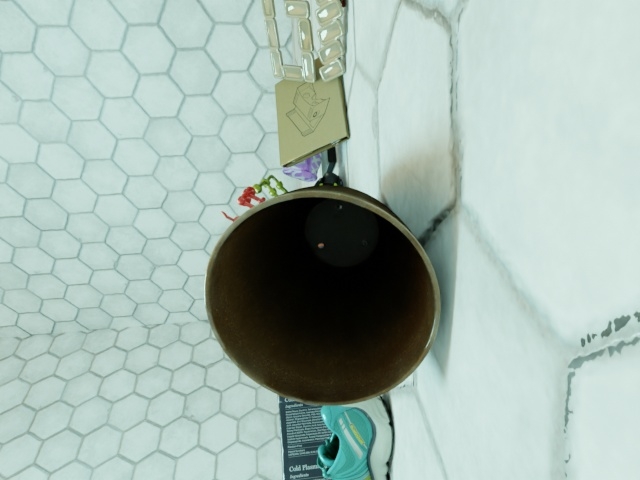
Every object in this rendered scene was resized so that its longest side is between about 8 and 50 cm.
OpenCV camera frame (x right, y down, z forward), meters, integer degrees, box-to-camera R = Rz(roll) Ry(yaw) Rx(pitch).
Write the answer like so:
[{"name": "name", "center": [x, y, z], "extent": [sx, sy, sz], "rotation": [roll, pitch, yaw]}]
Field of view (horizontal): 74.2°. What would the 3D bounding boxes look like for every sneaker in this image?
[{"name": "sneaker", "center": [0.002, -0.093, 0.870], "extent": [0.235, 0.084, 0.097], "rotation": [-73, -7, -72]}, {"name": "sneaker", "center": [0.049, 0.352, 0.683], "extent": [0.107, 0.109, 0.276], "rotation": [-107, 13, -65]}]

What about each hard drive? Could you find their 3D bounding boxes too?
[{"name": "hard drive", "center": [0.017, -0.216, 1.048], "extent": [0.135, 0.022, 0.094], "rotation": [119, 146, -80]}]

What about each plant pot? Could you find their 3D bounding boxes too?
[{"name": "plant pot", "center": [0.014, 0.023, 0.487], "extent": [0.230, 0.215, 0.216], "rotation": [-66, -24, -68]}]

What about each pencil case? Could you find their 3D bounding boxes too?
[{"name": "pencil case", "center": [-0.022, -0.231, 0.920], "extent": [0.088, 0.086, 0.206], "rotation": [7, 84, 58]}]

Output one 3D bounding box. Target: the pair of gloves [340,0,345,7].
[{"name": "pair of gloves", "center": [0.037, -0.462, 0.739], "extent": [0.083, 0.010, 0.074], "rotation": [89, 173, -51]}]

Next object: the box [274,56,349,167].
[{"name": "box", "center": [-0.022, -0.266, 0.860], "extent": [0.021, 0.164, 0.201], "rotation": [17, -119, -51]}]

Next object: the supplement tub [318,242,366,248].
[{"name": "supplement tub", "center": [0.028, 0.055, 0.704], "extent": [0.106, 0.105, 0.198], "rotation": [111, 155, -77]}]

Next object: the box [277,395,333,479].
[{"name": "box", "center": [-0.014, 0.575, 1.126], "extent": [0.343, 0.178, 0.313], "rotation": [98, 166, -64]}]

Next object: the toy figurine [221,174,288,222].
[{"name": "toy figurine", "center": [-0.119, 0.021, 0.918], "extent": [0.217, 0.191, 0.362], "rotation": [-61, 5, 21]}]

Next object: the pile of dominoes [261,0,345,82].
[{"name": "pile of dominoes", "center": [-0.026, -0.425, 0.788], "extent": [0.195, 0.040, 0.251], "rotation": [23, 137, 33]}]
